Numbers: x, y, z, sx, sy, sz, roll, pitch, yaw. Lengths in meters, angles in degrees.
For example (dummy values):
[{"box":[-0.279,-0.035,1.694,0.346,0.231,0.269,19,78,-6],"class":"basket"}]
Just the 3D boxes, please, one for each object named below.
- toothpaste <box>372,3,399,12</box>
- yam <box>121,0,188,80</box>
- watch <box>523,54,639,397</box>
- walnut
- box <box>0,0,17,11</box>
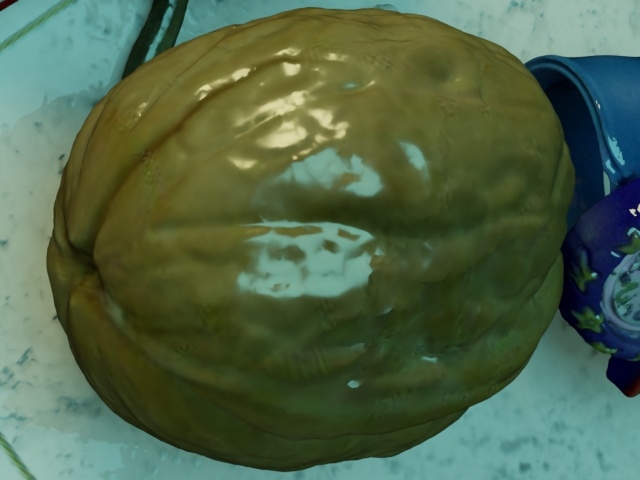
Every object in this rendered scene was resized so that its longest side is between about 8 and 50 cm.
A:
[{"box":[-0.028,-0.109,1.206,0.190,0.031,0.048,-28,143,-23],"class":"toothpaste"},{"box":[-0.125,-0.070,1.164,0.027,0.029,0.234,14,78,18],"class":"yam"},{"box":[0.198,-0.023,1.223,0.171,0.200,0.196,3,130,-31],"class":"watch"},{"box":[0.001,0.001,1.090,0.313,0.252,0.277,-3,100,-29],"class":"walnut"},{"box":[-0.246,-0.241,1.110,0.123,0.050,0.229,-34,100,-23],"class":"box"}]
